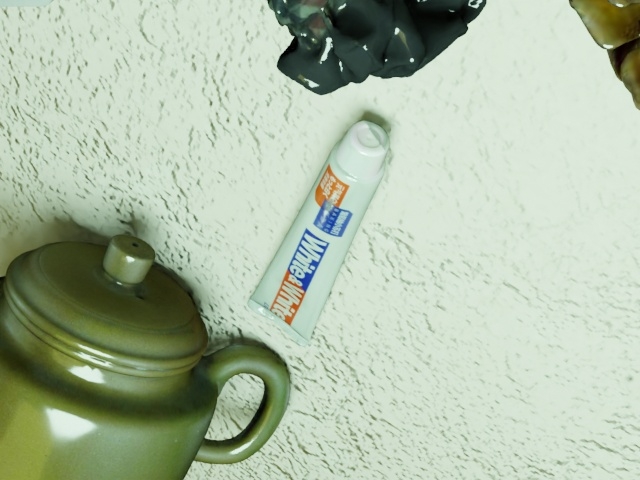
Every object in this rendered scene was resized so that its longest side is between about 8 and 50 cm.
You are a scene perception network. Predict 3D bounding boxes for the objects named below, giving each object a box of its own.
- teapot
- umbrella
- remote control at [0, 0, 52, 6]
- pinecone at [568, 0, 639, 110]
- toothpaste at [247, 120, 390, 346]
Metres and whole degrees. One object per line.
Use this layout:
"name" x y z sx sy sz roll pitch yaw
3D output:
"teapot" -0.142 0.081 0.980 0.268 0.185 0.175 16 113 -24
"umbrella" -0.019 -0.199 0.662 0.110 0.122 0.272 -27 114 -1
"remote control" -0.220 -0.241 0.808 0.103 0.034 0.250 4 132 31
"pinecone" 0.177 -0.110 0.533 0.179 0.204 0.184 16 121 16
"toothpaste" 0.000 0.000 0.900 0.052 0.033 0.218 35 145 6
